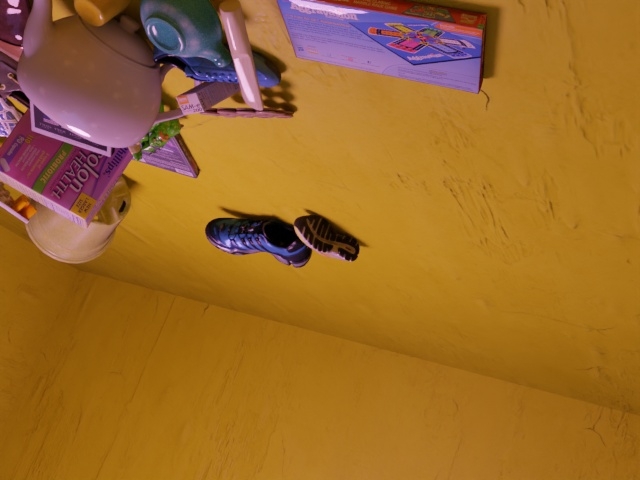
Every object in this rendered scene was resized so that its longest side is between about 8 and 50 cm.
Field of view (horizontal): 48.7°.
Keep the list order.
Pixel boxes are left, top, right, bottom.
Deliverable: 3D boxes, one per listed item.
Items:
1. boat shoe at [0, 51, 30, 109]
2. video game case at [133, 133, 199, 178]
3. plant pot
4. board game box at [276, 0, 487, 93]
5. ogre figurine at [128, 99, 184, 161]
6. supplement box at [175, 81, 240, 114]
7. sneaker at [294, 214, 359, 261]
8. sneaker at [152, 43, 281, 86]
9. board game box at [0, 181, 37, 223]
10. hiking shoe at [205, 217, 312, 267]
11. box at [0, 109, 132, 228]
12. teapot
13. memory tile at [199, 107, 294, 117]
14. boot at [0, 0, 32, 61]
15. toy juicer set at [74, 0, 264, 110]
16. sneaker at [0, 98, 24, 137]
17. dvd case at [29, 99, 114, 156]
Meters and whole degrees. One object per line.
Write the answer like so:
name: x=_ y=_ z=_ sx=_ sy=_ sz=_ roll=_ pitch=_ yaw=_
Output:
boat shoe: x=-0.645 y=-0.336 z=1.501 sx=0.305 sy=0.091 sz=0.109 roll=31 pitch=159 yaw=-32
video game case: x=-0.404 y=-0.236 z=1.648 sx=0.196 sy=0.026 sz=0.274 roll=17 pitch=161 yaw=11
plant pot: x=-0.677 y=-0.097 z=2.042 sx=0.276 sy=0.276 sz=0.254 roll=30 pitch=149 yaw=-27
board game box: x=0.084 y=-0.277 z=0.969 sx=0.281 sy=0.027 sz=0.145 roll=15 pitch=163 yaw=16
ogre figurine: x=-0.364 y=-0.230 z=1.439 sx=0.118 sy=0.097 sz=0.197 roll=-23 pitch=144 yaw=18
supplement box: x=-0.191 y=-0.254 z=1.222 sx=0.062 sy=0.098 sz=0.036 roll=2 pitch=123 yaw=46
sneaker: x=0.000 y=0.000 z=1.810 sx=0.208 sy=0.082 sz=0.094 roll=33 pitch=161 yaw=-36
sneaker: x=-0.170 y=-0.281 z=1.156 sx=0.209 sy=0.082 sz=0.069 roll=21 pitch=161 yaw=-5
board game box: x=-0.968 y=-0.255 z=1.899 sx=0.390 sy=0.050 sz=0.390 roll=45 pitch=172 yaw=23
hiking shoe: x=-0.167 y=-0.023 z=1.923 sx=0.303 sy=0.113 sz=0.132 roll=11 pitch=150 yaw=5
box: x=-0.595 y=-0.185 z=1.645 sx=0.243 sy=0.214 sz=0.117 roll=32 pitch=164 yaw=-10
teapot: x=-0.356 y=-0.289 z=1.183 sx=0.252 sy=0.187 sz=0.256 roll=40 pitch=-163 yaw=1
memory tile: x=-0.132 y=-0.228 z=1.268 sx=0.147 sy=0.012 sz=0.113 roll=5 pitch=-173 yaw=20
boot: x=-0.605 y=-0.429 z=1.247 sx=0.248 sy=0.090 sz=0.207 roll=25 pitch=149 yaw=2
toy juicer set: x=-0.199 y=-0.343 z=1.012 sx=0.329 sy=0.090 sz=0.209 roll=28 pitch=150 yaw=2
sneaker: x=-0.810 y=-0.310 z=1.785 sx=0.080 sy=0.081 sz=0.211 roll=10 pitch=158 yaw=36
dvd case: x=-0.502 y=-0.286 z=1.440 sx=0.179 sy=0.030 sz=0.239 roll=19 pitch=139 yaw=-4
